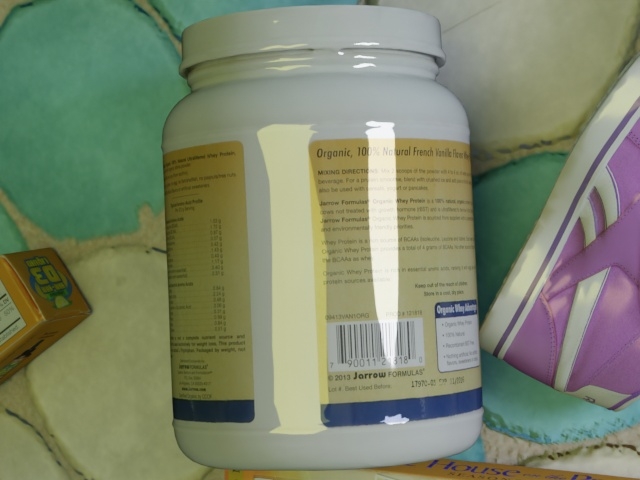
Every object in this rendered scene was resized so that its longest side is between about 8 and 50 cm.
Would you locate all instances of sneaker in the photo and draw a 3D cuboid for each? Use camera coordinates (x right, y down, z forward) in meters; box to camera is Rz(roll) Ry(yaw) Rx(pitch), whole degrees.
[{"bbox_3d":[0.241,-0.004,1.069,0.161,0.102,0.282,29,118,14],"label":"sneaker"}]

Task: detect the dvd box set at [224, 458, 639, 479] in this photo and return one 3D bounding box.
[{"bbox_3d":[0.123,0.329,1.177,0.421,0.062,0.307,2,98,23],"label":"dvd box set"}]

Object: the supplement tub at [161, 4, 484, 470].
[{"bbox_3d":[0.000,0.000,1.085,0.228,0.228,0.316,-3,88,24],"label":"supplement tub"}]

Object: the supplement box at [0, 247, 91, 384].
[{"bbox_3d":[-0.320,0.099,1.329,0.233,0.078,0.080,-34,80,23],"label":"supplement box"}]
